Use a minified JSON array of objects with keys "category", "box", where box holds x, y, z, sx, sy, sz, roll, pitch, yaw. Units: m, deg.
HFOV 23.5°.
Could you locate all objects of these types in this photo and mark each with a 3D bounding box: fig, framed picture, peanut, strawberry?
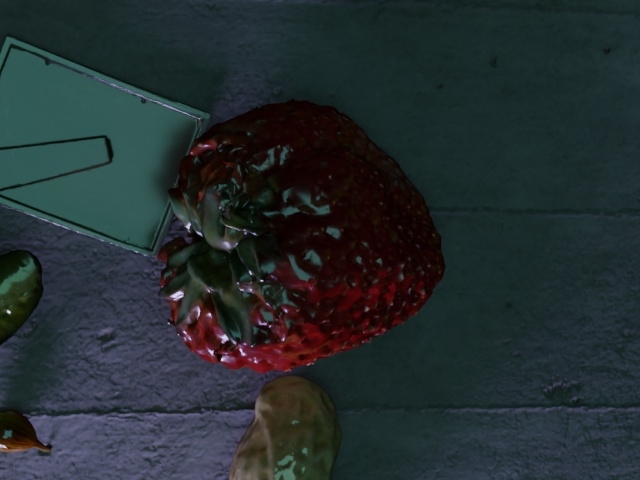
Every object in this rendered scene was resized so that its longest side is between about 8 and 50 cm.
[{"category":"fig","box":[-0.352,0.231,1.810,0.083,0.050,0.050,29,92,-26]},{"category":"framed picture","box":[-0.277,-0.106,1.788,0.260,0.023,0.189,20,93,-12]},{"category":"peanut","box":[-0.035,0.323,1.829,0.153,0.140,0.325,3,95,-4]},{"category":"strawberry","box":[0.000,0.000,1.747,0.351,0.267,0.312,6,91,-35]}]

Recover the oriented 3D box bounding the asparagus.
[{"category":"asparagus","box":[-0.469,0.139,1.739,0.382,0.128,0.108,-37,70,-6]}]
